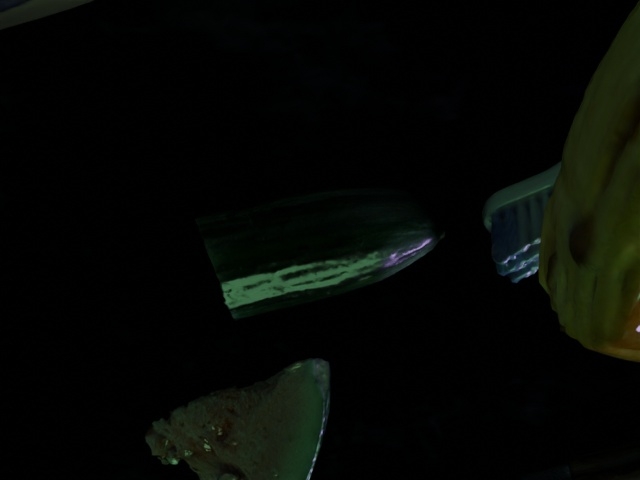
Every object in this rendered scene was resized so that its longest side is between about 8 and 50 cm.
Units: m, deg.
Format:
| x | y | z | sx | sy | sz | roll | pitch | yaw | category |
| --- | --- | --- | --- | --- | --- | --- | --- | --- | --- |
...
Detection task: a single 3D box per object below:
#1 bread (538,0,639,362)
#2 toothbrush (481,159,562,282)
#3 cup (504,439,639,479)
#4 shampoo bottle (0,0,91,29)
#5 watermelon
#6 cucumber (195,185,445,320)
| x | y | z | sx | sy | sz | roll | pitch | yaw | category |
| --- | --- | --- | --- | --- | --- | --- | --- | --- | --- |
| 0.192 | -0.054 | 0.475 | 0.210 | 0.099 | 0.235 | 2 | 136 | -14 | bread |
| 0.252 | -0.076 | 0.558 | 0.418 | 0.040 | 0.042 | -23 | 133 | 20 | toothbrush |
| 0.196 | 0.227 | 1.065 | 0.177 | 0.239 | 0.166 | 2 | -166 | -7 | cup |
| -0.213 | -0.076 | 0.379 | 0.350 | 0.084 | 0.125 | -13 | 150 | 12 | shampoo bottle |
| -0.036 | 0.123 | 0.834 | 0.080 | 0.101 | 0.155 | 31 | 126 | -35 | watermelon |
| 0.000 | 0.000 | 0.626 | 0.105 | 0.048 | 0.048 | -14 | 153 | 7 | cucumber |
